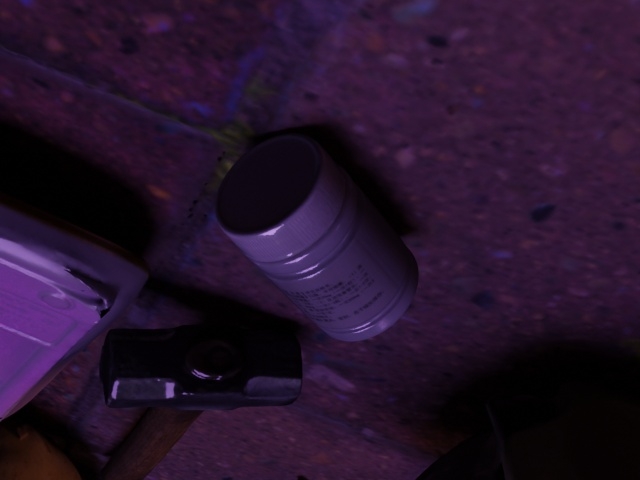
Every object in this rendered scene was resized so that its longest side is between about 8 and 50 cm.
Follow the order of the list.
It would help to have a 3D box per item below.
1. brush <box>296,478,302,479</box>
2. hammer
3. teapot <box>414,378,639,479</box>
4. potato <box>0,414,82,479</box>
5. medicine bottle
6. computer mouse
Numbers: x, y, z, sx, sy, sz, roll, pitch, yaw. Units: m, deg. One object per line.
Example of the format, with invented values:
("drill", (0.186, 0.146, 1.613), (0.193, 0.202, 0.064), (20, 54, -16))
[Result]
("brush", (0.001, 0.210, 0.900), (0.024, 0.008, 0.083), (0, 146, 31))
("hammer", (-0.115, 0.133, 0.783), (0.111, 0.043, 0.365), (1, 158, -18))
("teapot", (0.155, 0.226, 0.597), (0.240, 0.321, 0.239), (-7, 134, -27))
("potato", (-0.269, 0.232, 0.930), (0.165, 0.165, 0.262), (8, 155, 13))
("medicine bottle", (0.000, 0.000, 0.512), (0.058, 0.058, 0.091), (-7, 142, 33))
("computer mouse", (-0.209, 0.037, 0.653), (0.158, 0.071, 0.310), (25, 146, -20))
